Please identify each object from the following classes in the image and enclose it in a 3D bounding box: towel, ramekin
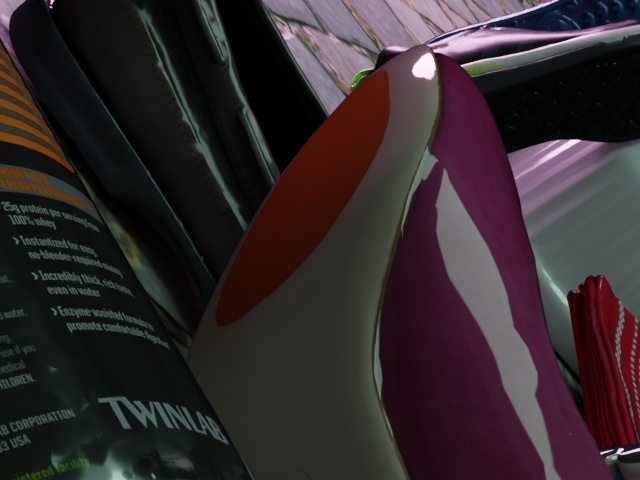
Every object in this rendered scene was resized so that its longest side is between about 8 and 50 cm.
[{"bbox_3d":[0.242,0.160,1.167,0.275,0.031,0.199,42,29,-29],"label":"towel"},{"bbox_3d":[0.226,0.018,1.349,0.273,0.127,0.273,47,14,-16],"label":"ramekin"}]

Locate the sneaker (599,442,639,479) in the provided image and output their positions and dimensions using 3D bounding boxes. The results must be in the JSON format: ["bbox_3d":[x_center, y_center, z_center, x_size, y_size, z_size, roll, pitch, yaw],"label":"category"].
[{"bbox_3d":[0.117,0.130,0.819,0.190,0.071,0.083,120,-39,-80],"label":"sneaker"}]

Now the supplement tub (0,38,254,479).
[{"bbox_3d":[-0.100,0.013,0.388,0.190,0.117,0.117,57,16,28],"label":"supplement tub"}]

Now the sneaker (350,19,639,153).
[{"bbox_3d":[0.137,-0.115,1.252,0.097,0.235,0.084,-108,-168,-45],"label":"sneaker"}]

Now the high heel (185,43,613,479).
[{"bbox_3d":[0.052,0.089,0.595,0.181,0.127,0.377,35,37,-19],"label":"high heel"}]

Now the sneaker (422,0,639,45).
[{"bbox_3d":[0.170,-0.136,1.401,0.090,0.232,0.081,-170,-110,-84],"label":"sneaker"}]

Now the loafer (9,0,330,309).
[{"bbox_3d":[0.000,0.000,0.767,0.302,0.095,0.109,51,14,4],"label":"loafer"}]
